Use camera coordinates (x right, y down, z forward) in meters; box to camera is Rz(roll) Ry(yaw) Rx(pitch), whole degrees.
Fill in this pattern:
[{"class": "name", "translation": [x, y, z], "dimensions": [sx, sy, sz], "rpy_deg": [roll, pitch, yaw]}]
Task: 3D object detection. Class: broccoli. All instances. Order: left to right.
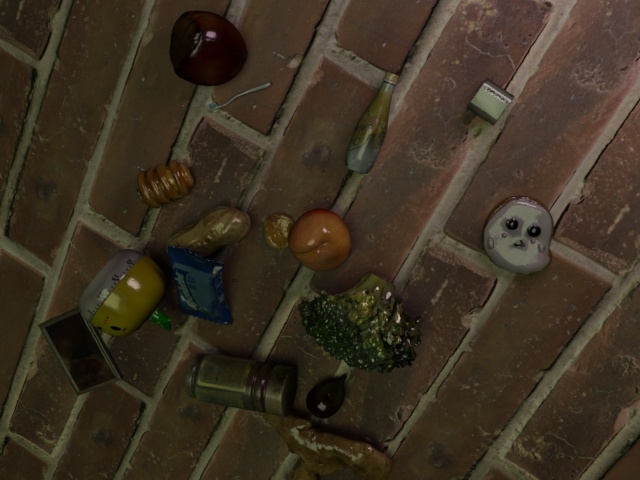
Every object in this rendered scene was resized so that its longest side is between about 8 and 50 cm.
[{"class": "broccoli", "translation": [0.105, 0.232, 1.636], "dimensions": [0.334, 0.324, 0.272], "rpy_deg": [30, 102, -6]}]

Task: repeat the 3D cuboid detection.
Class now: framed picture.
[{"class": "framed picture", "translation": [-0.836, 0.387, 2.102], "dimensions": [0.211, 0.020, 0.289], "rpy_deg": [-22, 98, 20]}]

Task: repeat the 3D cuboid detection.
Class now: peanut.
[{"class": "peanut", "translation": [-0.336, -0.018, 1.779], "dimensions": [0.290, 0.130, 0.130], "rpy_deg": [-26, 97, 21]}]

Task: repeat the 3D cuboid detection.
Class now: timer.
[{"class": "timer", "translation": [-0.560, 0.187, 1.840], "dimensions": [0.285, 0.285, 0.285], "rpy_deg": [5, 107, 15]}]

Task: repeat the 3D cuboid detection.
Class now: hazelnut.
[{"class": "hazelnut", "translation": [-0.293, -0.510, 1.604], "dimensions": [0.208, 0.208, 0.208], "rpy_deg": [5, 107, 15]}]

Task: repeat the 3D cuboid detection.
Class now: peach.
[{"class": "peach", "translation": [0.000, 0.000, 1.659], "dimensions": [0.184, 0.184, 0.184], "rpy_deg": [5, 107, 15]}]

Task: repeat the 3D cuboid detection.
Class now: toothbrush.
[{"class": "toothbrush", "translation": [-0.226, -0.404, 1.692], "dimensions": [0.204, 0.017, 0.022], "rpy_deg": [-15, 120, 20]}]

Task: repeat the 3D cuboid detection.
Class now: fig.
[{"class": "fig", "translation": [0.026, 0.468, 1.835], "dimensions": [0.109, 0.103, 0.154], "rpy_deg": [28, 79, 47]}]

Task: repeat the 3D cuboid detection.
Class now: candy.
[{"class": "candy", "translation": [-0.358, 0.146, 1.809], "dimensions": [0.187, 0.077, 0.331], "rpy_deg": [14, 136, 12]}]

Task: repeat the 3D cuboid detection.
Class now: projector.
[{"class": "projector", "translation": [0.418, -0.341, 1.483], "dimensions": [0.082, 0.083, 0.083], "rpy_deg": [36, 112, 4]}]

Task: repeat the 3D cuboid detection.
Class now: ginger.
[{"class": "ginger", "translation": [0.006, 0.650, 1.878], "dimensions": [0.363, 0.122, 0.348], "rpy_deg": [-20, 108, 31]}]

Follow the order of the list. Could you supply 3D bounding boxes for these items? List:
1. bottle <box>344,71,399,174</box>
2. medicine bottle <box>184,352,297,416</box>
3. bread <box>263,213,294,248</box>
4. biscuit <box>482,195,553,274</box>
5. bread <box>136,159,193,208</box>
[{"class": "bottle", "translation": [0.139, -0.308, 1.578], "dimensions": [0.083, 0.083, 0.269], "rpy_deg": [23, 108, 9]}, {"class": "medicine bottle", "translation": [-0.247, 0.443, 1.872], "dimensions": [0.322, 0.151, 0.151], "rpy_deg": [6, 107, 15]}, {"class": "bread", "translation": [-0.119, -0.026, 1.766], "dimensions": [0.110, 0.024, 0.110], "rpy_deg": [5, 106, 16]}, {"class": "biscuit", "translation": [0.516, -0.010, 1.572], "dimensions": [0.181, 0.049, 0.208], "rpy_deg": [5, 109, 14]}, {"class": "bread", "translation": [-0.467, -0.169, 1.797], "dimensions": [0.177, 0.084, 0.119], "rpy_deg": [-21, 100, 17]}]
